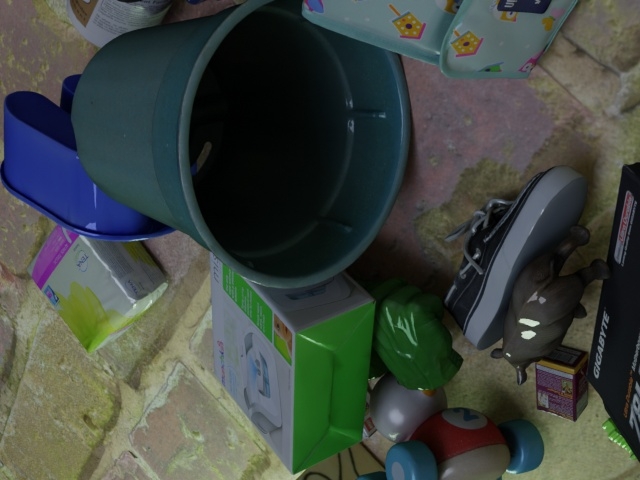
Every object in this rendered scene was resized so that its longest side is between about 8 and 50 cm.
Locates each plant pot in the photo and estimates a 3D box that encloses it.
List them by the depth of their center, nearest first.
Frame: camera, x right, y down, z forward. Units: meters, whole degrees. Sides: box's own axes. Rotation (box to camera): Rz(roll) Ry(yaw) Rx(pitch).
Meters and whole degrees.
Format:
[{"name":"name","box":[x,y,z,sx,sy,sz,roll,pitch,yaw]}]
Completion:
[{"name":"plant pot","box":[-0.125,-0.139,1.086,0.334,0.341,0.341,14,125,46]}]

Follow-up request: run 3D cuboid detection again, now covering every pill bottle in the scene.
[{"name":"pill bottle","box":[-0.250,-0.371,1.170,0.131,0.131,0.229,52,139,2]}]

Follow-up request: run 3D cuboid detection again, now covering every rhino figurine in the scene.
[{"name":"rhino figurine","box":[0.249,0.090,0.985,0.073,0.106,0.243,43,154,25]}]

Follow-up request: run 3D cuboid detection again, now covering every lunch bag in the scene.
[{"name":"lunch bag","box":[0.139,-0.288,0.843,0.262,0.160,0.223,22,131,-3]}]

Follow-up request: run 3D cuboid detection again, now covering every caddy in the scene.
[{"name":"caddy","box":[-0.344,-0.119,1.349,0.341,0.241,0.179,28,129,27]}]

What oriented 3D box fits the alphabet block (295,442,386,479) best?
[{"name":"alphabet block","box":[0.024,0.475,1.448,0.197,0.192,0.193,45,136,11]}]

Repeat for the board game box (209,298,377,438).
[{"name":"board game box","box":[-0.043,0.195,1.416,0.193,0.053,0.305,-25,96,49]}]

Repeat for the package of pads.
[{"name":"package of pads","box":[-0.433,0.074,1.666,0.229,0.101,0.296,52,139,2]}]

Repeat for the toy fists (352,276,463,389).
[{"name":"toy fists","box":[0.082,0.117,1.194,0.142,0.096,0.279,55,158,-14]}]

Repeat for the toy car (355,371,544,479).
[{"name":"toy car","box":[0.145,0.250,1.217,0.210,0.219,0.238,-57,46,47]}]

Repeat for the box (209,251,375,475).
[{"name":"box","box":[-0.044,0.135,1.181,0.231,0.127,0.262,43,142,41]}]

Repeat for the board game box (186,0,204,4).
[{"name":"board game box","box":[-0.047,-0.332,0.990,0.194,0.194,0.060,-4,112,65]}]

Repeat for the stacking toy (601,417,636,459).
[{"name":"stacking toy","box":[0.455,0.253,1.001,0.221,0.052,0.167,40,137,16]}]

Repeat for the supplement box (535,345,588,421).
[{"name":"supplement box","box":[0.306,0.179,1.094,0.055,0.043,0.083,14,125,37]}]

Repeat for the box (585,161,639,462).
[{"name":"box","box":[0.367,0.114,0.843,0.293,0.073,0.295,-111,17,-56]}]

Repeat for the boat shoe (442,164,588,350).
[{"name":"boat shoe","box":[0.213,0.008,1.019,0.105,0.113,0.306,47,154,25]}]

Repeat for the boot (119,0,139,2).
[{"name":"boot","box":[-0.211,-0.478,0.917,0.284,0.138,0.377,-17,103,40]}]
